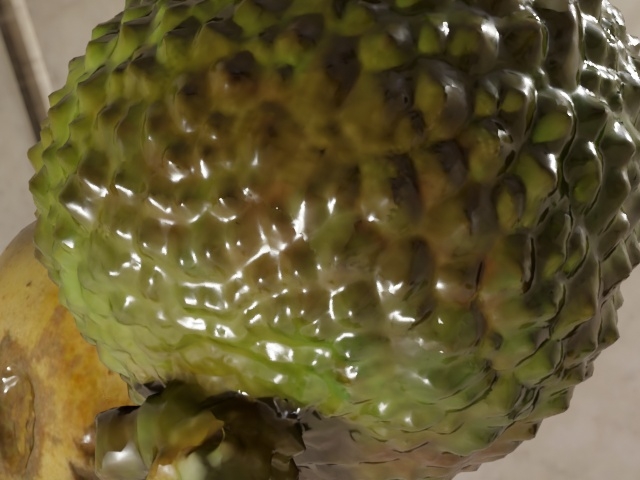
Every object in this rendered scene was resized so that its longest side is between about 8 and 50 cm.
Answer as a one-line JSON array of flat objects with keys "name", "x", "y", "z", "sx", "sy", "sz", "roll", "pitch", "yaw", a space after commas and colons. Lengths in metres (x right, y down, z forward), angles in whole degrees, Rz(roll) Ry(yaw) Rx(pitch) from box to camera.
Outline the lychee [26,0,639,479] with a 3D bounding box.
[{"name": "lychee", "x": 0.006, "y": -0.009, "z": 0.838, "sx": 0.320, "sy": 0.270, "sz": 0.270, "roll": -34, "pitch": -138, "yaw": -21}]

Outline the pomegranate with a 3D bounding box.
[{"name": "pomegranate", "x": -0.077, "y": 0.108, "z": 1.182, "sx": 0.322, "sy": 0.322, "sz": 0.322, "roll": -8, "pitch": -143, "yaw": 6}]
